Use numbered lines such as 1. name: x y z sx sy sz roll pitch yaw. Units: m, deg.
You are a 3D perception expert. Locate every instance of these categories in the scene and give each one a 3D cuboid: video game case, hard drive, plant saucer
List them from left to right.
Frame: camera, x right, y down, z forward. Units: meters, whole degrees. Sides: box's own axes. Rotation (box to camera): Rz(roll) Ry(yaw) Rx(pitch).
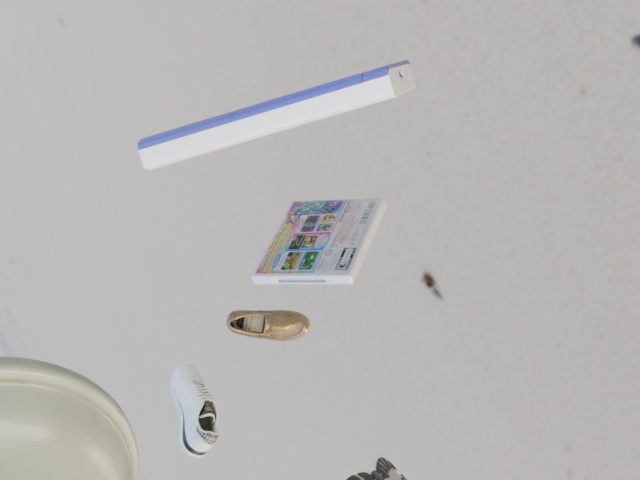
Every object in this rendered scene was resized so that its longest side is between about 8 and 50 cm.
1. plant saucer: -0.326 0.284 0.924 0.100 0.400 0.400 45 155 41
2. hard drive: -0.048 -0.161 1.355 0.210 0.318 0.040 -44 -62 -73
3. video game case: 0.000 0.000 1.410 0.143 0.157 0.019 -1 130 26

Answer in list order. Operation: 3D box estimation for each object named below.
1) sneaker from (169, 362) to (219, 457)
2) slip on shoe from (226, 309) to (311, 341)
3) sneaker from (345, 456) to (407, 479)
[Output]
1. sneaker: -0.272 0.366 2.402 0.095 0.090 0.235 -51 43 35
2. slip on shoe: -0.082 0.133 1.702 0.041 0.135 0.051 -93 11 -88
3. sneaker: 0.077 0.469 1.853 0.107 0.118 0.279 41 -166 16
